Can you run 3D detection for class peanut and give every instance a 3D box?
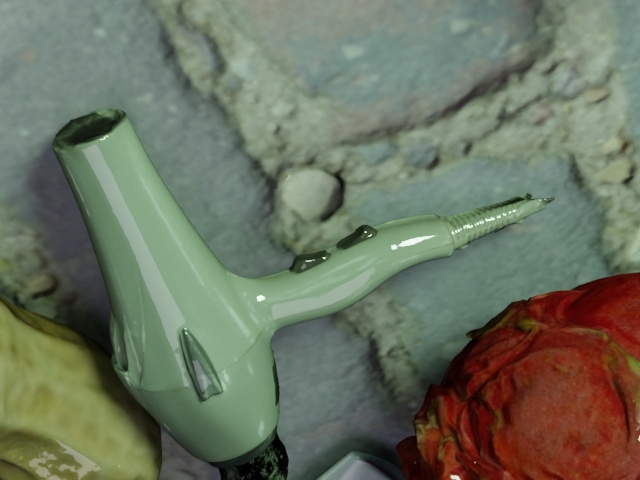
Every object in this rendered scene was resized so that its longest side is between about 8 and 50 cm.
[{"bbox_3d":[-0.195,0.088,0.825,0.111,0.125,0.274,-35,129,22],"label":"peanut"}]

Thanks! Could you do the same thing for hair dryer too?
[{"bbox_3d":[-0.031,-0.015,0.795,0.267,0.092,0.229,-41,118,4],"label":"hair dryer"}]

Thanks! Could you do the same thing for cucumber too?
[{"bbox_3d":[-0.057,0.119,0.933,0.053,0.053,0.181,-11,132,3],"label":"cucumber"}]

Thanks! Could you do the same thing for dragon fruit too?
[{"bbox_3d":[0.214,0.155,0.852,0.342,0.277,0.277,-4,135,-1],"label":"dragon fruit"}]

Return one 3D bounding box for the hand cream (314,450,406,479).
[{"bbox_3d":[-0.034,0.238,1.050,0.255,0.048,0.079,-38,126,26],"label":"hand cream"}]
